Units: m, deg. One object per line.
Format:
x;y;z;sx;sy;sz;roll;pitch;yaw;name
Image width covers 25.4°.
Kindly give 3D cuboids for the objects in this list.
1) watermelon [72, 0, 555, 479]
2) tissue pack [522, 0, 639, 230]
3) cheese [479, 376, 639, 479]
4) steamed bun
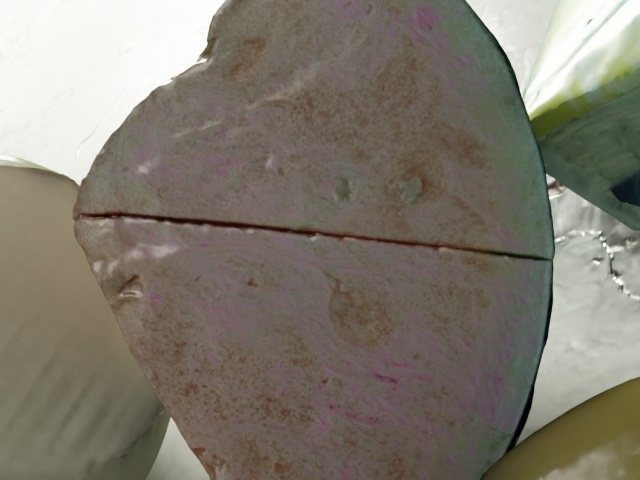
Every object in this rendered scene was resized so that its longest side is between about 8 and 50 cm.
0.013;0.015;0.858;0.292;0.319;0.222;-40;-1;1;watermelon
0.292;-0.215;0.825;0.287;0.162;0.388;-27;34;55;tissue pack
0.148;0.184;0.644;0.259;0.128;0.316;18;73;43;cheese
-0.264;0.104;0.995;0.309;0.309;0.309;-26;39;23;steamed bun
